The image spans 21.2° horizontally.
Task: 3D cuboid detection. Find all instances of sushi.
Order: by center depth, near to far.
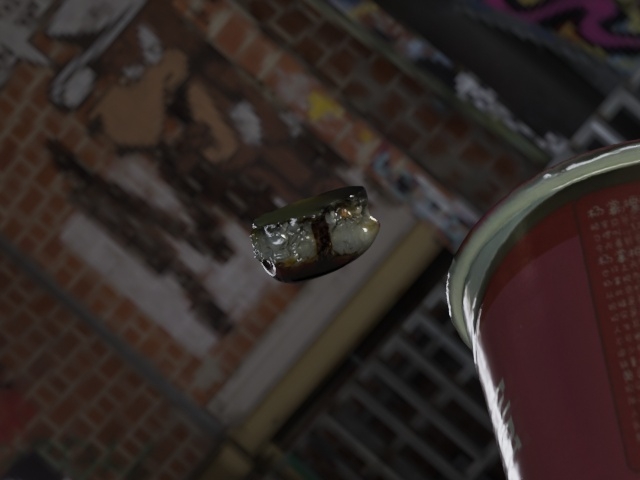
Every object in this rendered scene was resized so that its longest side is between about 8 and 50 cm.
[{"bbox_3d":[0.000,0.000,1.041,0.083,0.046,0.044,-20,16,-26],"label":"sushi"}]

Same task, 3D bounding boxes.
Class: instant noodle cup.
[{"bbox_3d":[0.184,0.084,0.852,0.235,0.235,0.178,-52,30,45],"label":"instant noodle cup"}]
